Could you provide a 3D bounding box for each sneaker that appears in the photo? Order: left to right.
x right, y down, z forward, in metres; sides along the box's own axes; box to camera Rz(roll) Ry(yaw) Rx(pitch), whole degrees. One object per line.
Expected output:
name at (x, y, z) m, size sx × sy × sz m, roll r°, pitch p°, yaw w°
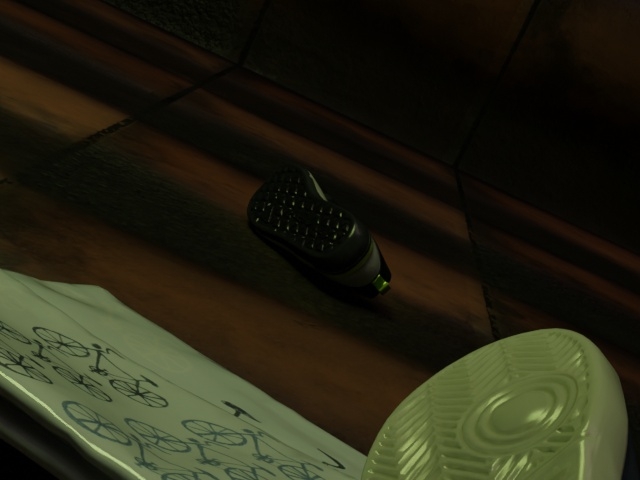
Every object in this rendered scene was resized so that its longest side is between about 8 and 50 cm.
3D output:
sneaker at (0.000, 0.000, 1.322) m, size 0.097 × 0.084 × 0.234 m, roll 46°, pitch 0°, yaw -34°
sneaker at (0.100, 0.177, 0.538) m, size 0.148 × 0.131 × 0.350 m, roll 58°, pitch 21°, yaw -22°

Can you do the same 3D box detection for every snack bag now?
snack bag at (-0.100, 0.075, 0.682) m, size 0.323 × 0.037 × 0.342 m, roll 28°, pitch 2°, yaw 26°
